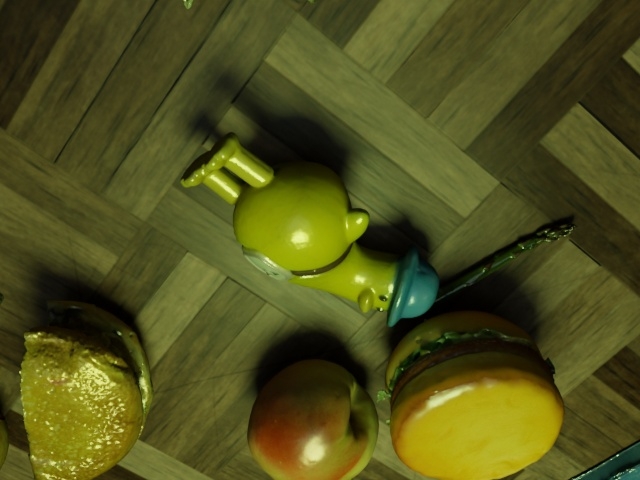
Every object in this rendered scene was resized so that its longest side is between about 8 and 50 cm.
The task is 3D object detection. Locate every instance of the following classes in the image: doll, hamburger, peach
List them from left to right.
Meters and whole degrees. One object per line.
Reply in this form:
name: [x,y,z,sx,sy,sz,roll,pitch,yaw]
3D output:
hamburger: [-0.314,0.218,0.810,0.157,0.144,0.282,1,116,-12]
peach: [-0.014,0.262,0.818,0.184,0.184,0.184,0,115,-1]
doll: [0.000,0.000,0.728,0.363,0.145,0.200,37,149,-25]
hamburger: [0.196,0.204,0.793,0.246,0.169,0.245,-2,127,-2]

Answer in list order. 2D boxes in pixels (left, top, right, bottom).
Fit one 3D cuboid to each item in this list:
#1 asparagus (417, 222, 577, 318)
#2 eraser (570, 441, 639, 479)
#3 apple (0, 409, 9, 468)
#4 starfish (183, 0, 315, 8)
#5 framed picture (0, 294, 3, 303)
asparagus: [0.232,0.039,0.796,0.249,0.024,0.025,-31,118,11]
eraser: [0.466,0.459,0.983,0.312,0.042,0.144,-40,110,16]
apple: [-0.544,0.293,0.827,0.183,0.182,0.155,-18,84,7]
starfish: [-0.066,-0.321,0.609,0.208,0.053,0.176,-32,112,16]
framed picture: [-0.568,0.087,0.811,0.203,0.015,0.150,31,111,-14]
